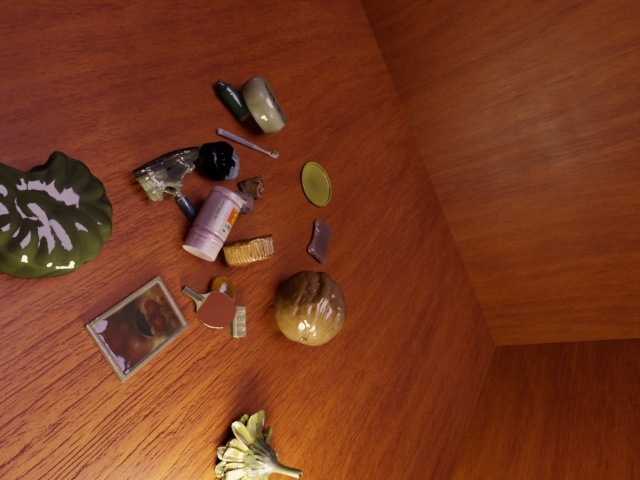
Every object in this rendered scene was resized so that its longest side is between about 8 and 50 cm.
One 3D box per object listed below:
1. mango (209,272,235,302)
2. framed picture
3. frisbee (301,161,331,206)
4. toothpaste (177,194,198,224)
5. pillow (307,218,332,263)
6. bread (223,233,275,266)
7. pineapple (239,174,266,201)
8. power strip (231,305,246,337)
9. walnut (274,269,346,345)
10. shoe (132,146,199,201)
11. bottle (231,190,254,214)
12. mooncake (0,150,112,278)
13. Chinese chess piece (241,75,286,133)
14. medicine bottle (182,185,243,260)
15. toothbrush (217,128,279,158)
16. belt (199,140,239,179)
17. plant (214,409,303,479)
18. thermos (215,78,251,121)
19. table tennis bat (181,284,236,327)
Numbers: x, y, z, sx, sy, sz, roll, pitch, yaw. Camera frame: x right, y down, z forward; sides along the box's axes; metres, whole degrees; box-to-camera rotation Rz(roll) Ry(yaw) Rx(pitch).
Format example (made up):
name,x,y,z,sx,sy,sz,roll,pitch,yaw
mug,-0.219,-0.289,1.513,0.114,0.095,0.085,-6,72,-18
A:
name,x,y,z,sx,sy,sz,roll,pitch,yaw
mango,-0.364,0.214,1.754,0.101,0.066,0.188,-2,89,-51
framed picture,-0.574,0.273,1.503,0.289,0.020,0.211,-42,112,-48
frisbee,-0.021,-0.284,2.379,0.236,0.017,0.236,19,65,-48
toothpaste,-0.474,-0.100,1.734,0.057,0.034,0.197,-48,119,-36
pillow,0.002,0.001,2.306,0.135,0.034,0.211,39,49,-33
bread,-0.272,0.041,1.816,0.199,0.199,0.104,-17,96,-52
pineapple,-0.290,-0.217,1.964,0.069,0.116,0.137,-46,160,-71
power strip,-0.315,0.312,1.805,0.056,0.032,0.123,11,71,-48
walnut,-0.038,0.276,1.969,0.333,0.332,0.333,20,64,-47
shoe,-0.523,-0.230,1.667,0.293,0.109,0.149,-43,123,-51
bottle,-0.350,-0.152,1.866,0.152,0.099,0.099,2,77,-42
mooncake,-0.745,-0.063,1.260,0.351,0.187,0.351,23,60,-49
Chinese chess piece,-0.244,-0.590,2.052,0.250,0.101,0.250,60,11,-20
medicine bottle,-0.389,-0.062,1.707,0.133,0.133,0.250,40,65,-38
toothbrush,-0.309,-0.418,2.046,0.342,0.030,0.025,14,63,-47
belt,-0.389,-0.306,1.837,0.198,0.078,0.151,8,79,-70
plant,-0.234,0.786,1.638,0.261,0.297,0.306,-19,113,-22
thermos,-0.369,-0.600,1.992,0.188,0.073,0.083,49,46,-30
table tennis bat,-0.403,0.231,1.690,0.220,0.019,0.130,39,81,-22
